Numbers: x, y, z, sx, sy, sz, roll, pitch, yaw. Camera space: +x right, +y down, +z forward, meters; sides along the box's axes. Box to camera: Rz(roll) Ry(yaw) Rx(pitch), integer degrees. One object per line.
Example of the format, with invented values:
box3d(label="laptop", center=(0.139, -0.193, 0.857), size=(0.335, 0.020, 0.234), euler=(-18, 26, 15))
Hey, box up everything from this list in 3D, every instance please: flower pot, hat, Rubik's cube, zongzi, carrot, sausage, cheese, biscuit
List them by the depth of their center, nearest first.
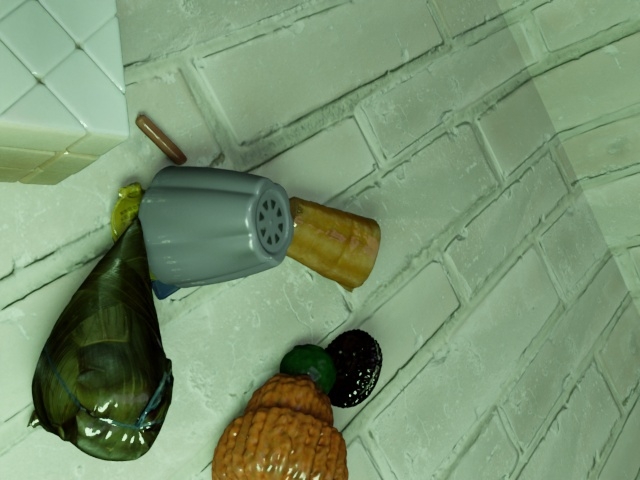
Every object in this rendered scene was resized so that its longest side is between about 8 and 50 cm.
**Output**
box3d(label="zongzi", center=(-0.334, 0.141, 1.282), size=(0.208, 0.403, 0.432), euler=(21, 75, -23))
box3d(label="Rubik's cube", center=(-0.552, -0.289, 1.309), size=(0.319, 0.316, 0.321), euler=(1, 78, -44))
box3d(label="flower pot", center=(-0.197, -0.033, 1.565), size=(0.265, 0.243, 0.265), euler=(-3, 90, -66))
box3d(label="cheese", center=(-0.358, 0.003, 1.576), size=(0.156, 0.064, 0.250), euler=(-32, 108, -46))
box3d(label="hat", center=(-0.052, 0.378, 1.615), size=(0.285, 0.285, 0.400), euler=(37, 51, -29))
box3d(label="sausage", center=(-0.352, -0.222, 1.674), size=(0.147, 0.030, 0.035), euler=(44, 50, -25))
box3d(label="biscuit", center=(0.067, 0.302, 1.796), size=(0.053, 0.195, 0.194), euler=(35, 56, -35))
box3d(label="carrot", center=(0.000, 0.000, 1.864), size=(0.254, 0.196, 0.195), euler=(20, 63, -26))
